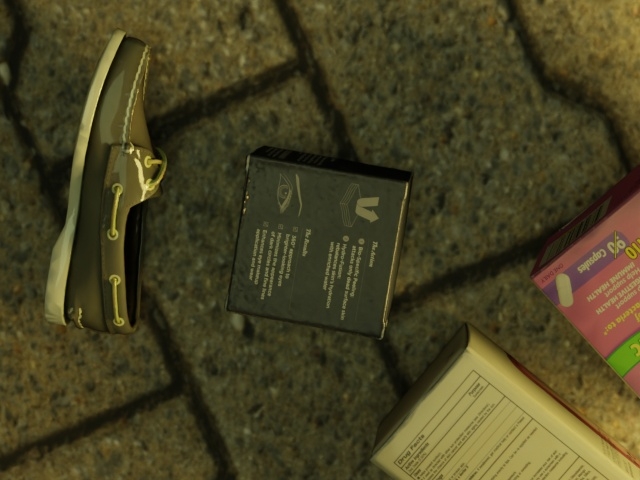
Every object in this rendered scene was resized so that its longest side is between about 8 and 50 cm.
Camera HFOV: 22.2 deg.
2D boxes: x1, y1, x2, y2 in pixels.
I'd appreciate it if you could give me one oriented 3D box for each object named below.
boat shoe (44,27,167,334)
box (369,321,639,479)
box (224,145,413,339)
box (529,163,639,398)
[{"bbox_3d":[-0.197,-0.053,1.596,0.091,0.109,0.305,14,107,3],"label":"boat shoe"},{"bbox_3d":[0.184,0.214,1.590,0.232,0.127,0.149,39,101,-1],"label":"box"},{"bbox_3d":[0.000,0.000,1.589,0.158,0.093,0.156,10,100,5],"label":"box"},{"bbox_3d":[0.359,0.041,1.524,0.213,0.117,0.243,-41,94,25],"label":"box"}]
